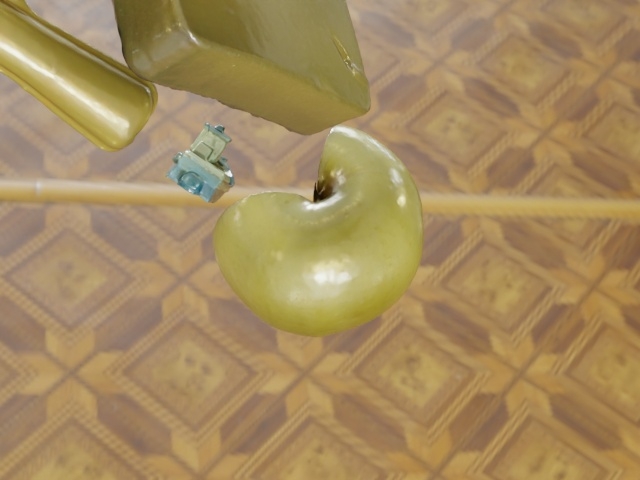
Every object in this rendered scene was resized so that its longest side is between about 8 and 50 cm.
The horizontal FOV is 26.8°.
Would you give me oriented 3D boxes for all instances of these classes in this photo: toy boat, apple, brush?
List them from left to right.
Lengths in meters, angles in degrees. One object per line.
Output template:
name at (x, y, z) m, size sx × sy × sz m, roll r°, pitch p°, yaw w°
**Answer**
toy boat at (-0.156, -0.114, 1.939) m, size 0.088 × 0.215 × 0.102 m, roll 35°, pitch 93°, yaw 0°
brush at (-0.050, -0.141, 0.822) m, size 0.197 × 0.059 × 0.123 m, roll 14°, pitch 58°, yaw -54°
apple at (0.017, 0.009, 1.873) m, size 0.295 × 0.258 × 0.233 m, roll -34°, pitch 58°, yaw -21°

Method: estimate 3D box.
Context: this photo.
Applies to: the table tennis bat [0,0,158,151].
table tennis bat at (-0.228, -0.151, 0.759) m, size 0.321 × 0.198 × 0.050 m, roll 34°, pitch 4°, yaw -28°
